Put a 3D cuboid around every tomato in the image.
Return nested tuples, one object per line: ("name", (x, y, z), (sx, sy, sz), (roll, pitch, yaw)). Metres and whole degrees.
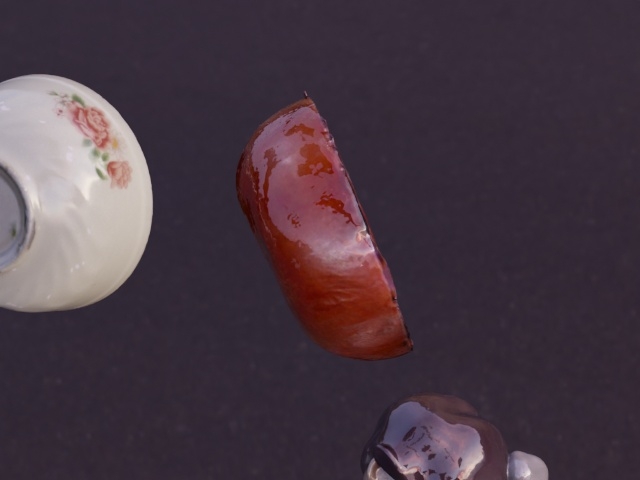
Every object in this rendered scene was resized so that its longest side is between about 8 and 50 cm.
("tomato", (-0.002, 0.001, 1.172), (0.085, 0.225, 0.225), (-25, 30, -1))

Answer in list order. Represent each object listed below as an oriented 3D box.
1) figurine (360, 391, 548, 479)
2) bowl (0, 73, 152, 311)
("figurine", (0.093, 0.353, 1.962), (0.365, 0.218, 0.206), (-44, 24, -11))
("bowl", (-0.336, -0.041, 1.668), (0.277, 0.277, 0.145), (1, 11, 21))
